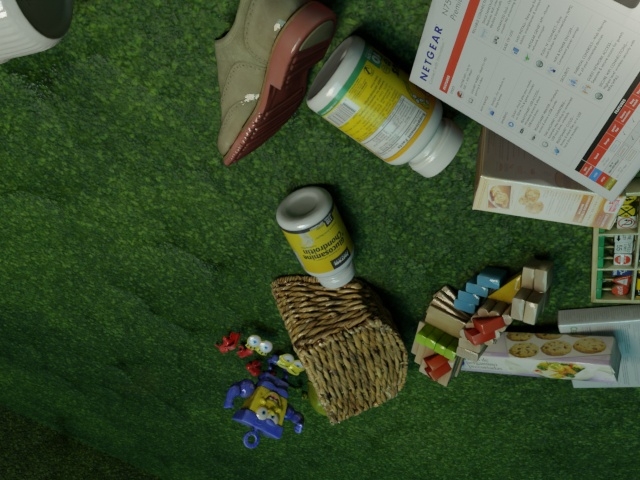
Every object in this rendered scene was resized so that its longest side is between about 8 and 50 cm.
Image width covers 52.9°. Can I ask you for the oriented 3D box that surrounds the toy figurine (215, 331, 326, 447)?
[{"bbox_3d":[-0.121,0.400,1.531,0.362,0.217,0.191,36,145,-23],"label":"toy figurine"}]

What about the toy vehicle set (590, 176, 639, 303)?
[{"bbox_3d":[0.526,0.007,1.035,0.166,0.035,0.266,-2,136,20],"label":"toy vehicle set"}]

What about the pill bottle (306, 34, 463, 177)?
[{"bbox_3d":[0.095,-0.179,0.901,0.208,0.117,0.117,32,137,-18],"label":"pill bottle"}]

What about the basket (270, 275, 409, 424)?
[{"bbox_3d":[0.049,0.200,1.366,0.214,0.223,0.299,-24,134,-5],"label":"basket"}]

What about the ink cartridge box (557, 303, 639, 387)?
[{"bbox_3d":[0.586,0.207,1.233,0.224,0.045,0.223,-6,134,25],"label":"ink cartridge box"}]

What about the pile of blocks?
[{"bbox_3d":[0.269,0.150,1.183,0.149,0.113,0.362,46,130,9],"label":"pile of blocks"}]

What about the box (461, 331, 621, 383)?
[{"bbox_3d":[0.403,0.221,1.247,0.324,0.067,0.063,-2,136,39],"label":"box"}]

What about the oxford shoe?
[{"bbox_3d":[-0.094,-0.237,0.921,0.130,0.123,0.348,45,142,3],"label":"oxford shoe"}]

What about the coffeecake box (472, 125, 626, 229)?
[{"bbox_3d":[0.315,-0.101,0.899,0.186,0.142,0.068,9,140,8],"label":"coffeecake box"}]

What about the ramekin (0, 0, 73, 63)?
[{"bbox_3d":[-0.410,-0.336,0.829,0.109,0.207,0.207,-3,137,8],"label":"ramekin"}]

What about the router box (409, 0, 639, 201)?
[{"bbox_3d":[0.273,-0.243,0.686,0.301,0.082,0.335,36,148,16],"label":"router box"}]

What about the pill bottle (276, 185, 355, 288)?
[{"bbox_3d":[0.000,0.000,1.146,0.103,0.103,0.184,-6,135,23],"label":"pill bottle"}]
